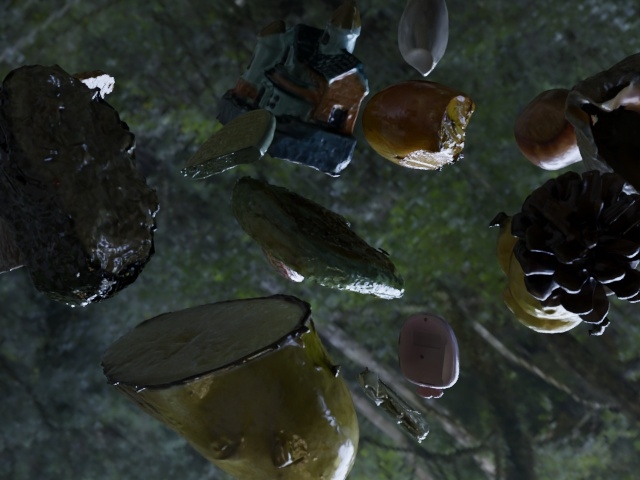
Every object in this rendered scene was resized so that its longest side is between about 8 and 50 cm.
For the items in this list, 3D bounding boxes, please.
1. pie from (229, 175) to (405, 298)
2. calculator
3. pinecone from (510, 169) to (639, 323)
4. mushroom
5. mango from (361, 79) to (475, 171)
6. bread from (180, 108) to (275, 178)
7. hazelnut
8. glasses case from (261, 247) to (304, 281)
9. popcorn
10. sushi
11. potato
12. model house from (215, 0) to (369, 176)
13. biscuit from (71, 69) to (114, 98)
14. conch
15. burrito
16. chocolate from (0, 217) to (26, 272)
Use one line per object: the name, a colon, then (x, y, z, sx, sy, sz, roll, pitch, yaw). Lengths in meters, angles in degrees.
pie: (-0.004, -0.001, 1.679, 0.067, 0.302, 0.302, -55, -160, 12)
calculator: (0.174, 0.189, 1.878, 0.103, 0.166, 0.024, 7, -150, 22)
pinecone: (0.387, 0.008, 1.671, 0.202, 0.229, 0.201, -66, -166, -21)
mushroom: (0.182, -0.398, 2.070, 0.088, 0.097, 0.212, -1, -92, 29)
mango: (0.149, -0.182, 1.838, 0.252, 0.154, 0.126, 3, -112, 65)
bread: (-0.121, -0.148, 1.730, 0.193, 0.036, 0.112, -12, -142, 47)
hazelnut: (0.515, -0.239, 2.493, 0.182, 0.182, 0.182, -40, -157, 21)
glasses case: (-0.075, 0.018, 2.122, 0.073, 0.194, 0.049, 27, -111, 25)
popcorn: (0.446, 0.023, 2.174, 0.297, 0.281, 0.316, -60, -178, 11)
sushi: (-0.365, -0.078, 1.688, 0.171, 0.350, 0.211, -31, 167, 34)
potato: (-0.132, 0.272, 1.815, 0.397, 0.296, 0.290, -13, -163, 26)
model house: (-0.025, -0.290, 2.001, 0.291, 0.184, 0.253, -65, -149, 14)
biscuit: (-0.448, -0.210, 1.945, 0.035, 0.162, 0.250, 34, -123, 26)
conch: (0.525, -0.172, 1.934, 0.210, 0.352, 0.297, 132, -51, -61)
burrito: (0.136, 0.311, 2.195, 0.045, 0.185, 0.041, -32, -157, 44)
chocolate: (-0.564, -0.025, 2.152, 0.080, 0.157, 0.254, -12, -179, -44)
